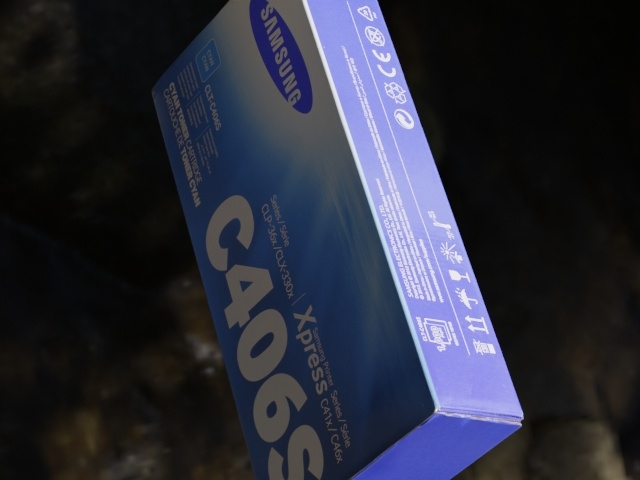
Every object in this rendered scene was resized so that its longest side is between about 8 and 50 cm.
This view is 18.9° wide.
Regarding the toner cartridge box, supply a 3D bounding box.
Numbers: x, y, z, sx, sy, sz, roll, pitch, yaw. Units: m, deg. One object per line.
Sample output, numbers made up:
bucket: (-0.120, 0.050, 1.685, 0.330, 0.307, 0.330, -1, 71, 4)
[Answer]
toner cartridge box: (0.000, 0.000, 1.216, 0.075, 0.165, 0.348, 11, 49, -40)
